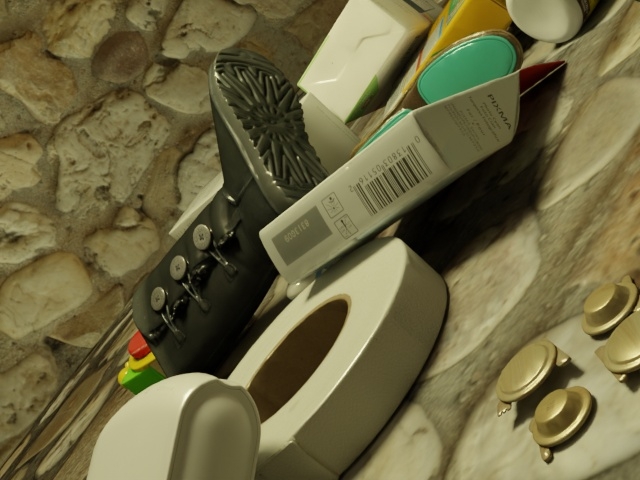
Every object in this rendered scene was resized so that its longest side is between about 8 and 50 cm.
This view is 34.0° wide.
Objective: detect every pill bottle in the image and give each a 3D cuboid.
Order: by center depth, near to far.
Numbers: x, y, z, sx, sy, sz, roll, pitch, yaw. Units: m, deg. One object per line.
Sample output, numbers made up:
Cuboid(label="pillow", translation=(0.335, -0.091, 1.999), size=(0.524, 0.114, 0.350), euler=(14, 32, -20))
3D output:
Cuboid(label="pill bottle", translation=(0.363, -0.392, 1.500), size=(0.215, 0.117, 0.117), euler=(-54, 14, -22))

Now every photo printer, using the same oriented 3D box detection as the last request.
Cuboid(label="photo printer", translation=(-0.165, 0.287, 1.042), size=(0.256, 0.107, 0.308), euler=(-30, 45, 53))

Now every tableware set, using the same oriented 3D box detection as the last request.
Cuboid(label="tableware set", translation=(0.204, 0.092, 0.811), size=(0.168, 0.020, 0.141), euler=(-44, 15, 13))

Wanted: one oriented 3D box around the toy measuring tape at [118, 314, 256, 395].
Cuboid(label="toy measuring tape", translation=(-0.243, 0.176, 1.883), size=(0.330, 0.121, 0.121), euler=(-33, 18, 26))

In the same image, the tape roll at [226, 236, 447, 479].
Cuboid(label="tape roll", translation=(-0.013, 0.162, 1.213), size=(0.392, 0.072, 0.392), euler=(-45, 13, 14))

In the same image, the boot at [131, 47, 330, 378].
Cuboid(label="boot", translation=(-0.174, -0.035, 1.694), size=(0.445, 0.146, 0.367), euler=(-55, 42, 38))

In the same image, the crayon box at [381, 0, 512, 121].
Cuboid(label="crayon box", translation=(0.227, -0.330, 1.726), size=(0.323, 0.083, 0.203), euler=(-56, 7, 29))

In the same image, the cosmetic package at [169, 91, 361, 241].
Cuboid(label="cosmetic package", translation=(-0.083, -0.072, 1.872), size=(0.365, 0.197, 0.155), euler=(-35, 18, 42))

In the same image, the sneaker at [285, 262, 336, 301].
Cuboid(label="sneaker", translation=(0.000, 0.000, 1.629), size=(0.085, 0.086, 0.237), euler=(-30, 24, 51))

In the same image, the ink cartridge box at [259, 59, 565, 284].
Cuboid(label="ink cartridge box", translation=(0.144, -0.094, 1.375), size=(0.385, 0.091, 0.308), euler=(-23, -10, -47))

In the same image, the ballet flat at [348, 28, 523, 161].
Cuboid(label="ballet flat", translation=(0.183, -0.200, 1.615), size=(0.342, 0.116, 0.124), euler=(-46, -8, 28))

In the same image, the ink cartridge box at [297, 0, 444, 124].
Cuboid(label="ink cartridge box", translation=(0.118, -0.354, 1.928), size=(0.207, 0.119, 0.353), euler=(-55, -10, 26))
